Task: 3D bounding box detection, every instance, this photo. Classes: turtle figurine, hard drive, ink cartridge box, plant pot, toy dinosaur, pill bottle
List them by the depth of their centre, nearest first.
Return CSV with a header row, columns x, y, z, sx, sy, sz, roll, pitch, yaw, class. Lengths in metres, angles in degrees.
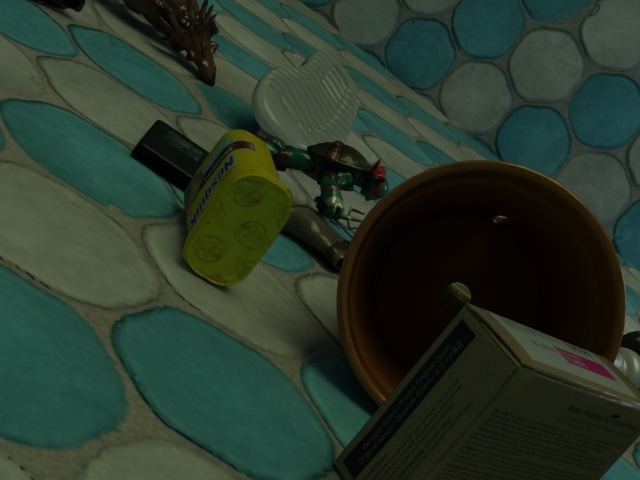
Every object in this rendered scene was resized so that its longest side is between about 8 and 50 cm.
x,y,z,sx,sy,sz,roll,pitch,yaw,class
0.161,0.175,1.006,0.235,0.193,0.088,23,21,-43,ink cartridge box
0.159,0.064,1.224,0.291,0.291,0.203,36,-1,-1,plant pot
-0.178,-0.103,1.398,0.094,0.022,0.135,34,16,-9,hard drive
0.005,-0.084,1.557,0.234,0.118,0.175,24,-4,5,turtle figurine
0.475,0.220,1.738,0.169,0.094,0.094,28,18,-30,pill bottle
-0.272,-0.401,1.890,0.296,0.127,0.200,28,24,-9,toy dinosaur

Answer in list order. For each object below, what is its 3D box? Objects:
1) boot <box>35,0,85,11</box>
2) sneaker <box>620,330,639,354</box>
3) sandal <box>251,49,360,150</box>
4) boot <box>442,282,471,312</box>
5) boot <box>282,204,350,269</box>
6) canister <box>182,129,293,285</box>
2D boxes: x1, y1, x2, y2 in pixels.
x,y,z,sx,sy,sz,roll,pitch,yaw,class
-0.423,-0.424,1.719,0.229,0.091,0.263,50,24,24,boot
0.622,0.272,1.851,0.330,0.122,0.146,37,14,3,sneaker
-0.028,-0.211,1.903,0.169,0.102,0.416,52,25,-3,sandal
0.224,0.127,1.478,0.262,0.095,0.203,41,14,31,boot
0.000,0.000,1.451,0.118,0.042,0.087,15,28,-52,boot
-0.095,-0.041,1.212,0.073,0.126,0.170,31,14,-19,canister
